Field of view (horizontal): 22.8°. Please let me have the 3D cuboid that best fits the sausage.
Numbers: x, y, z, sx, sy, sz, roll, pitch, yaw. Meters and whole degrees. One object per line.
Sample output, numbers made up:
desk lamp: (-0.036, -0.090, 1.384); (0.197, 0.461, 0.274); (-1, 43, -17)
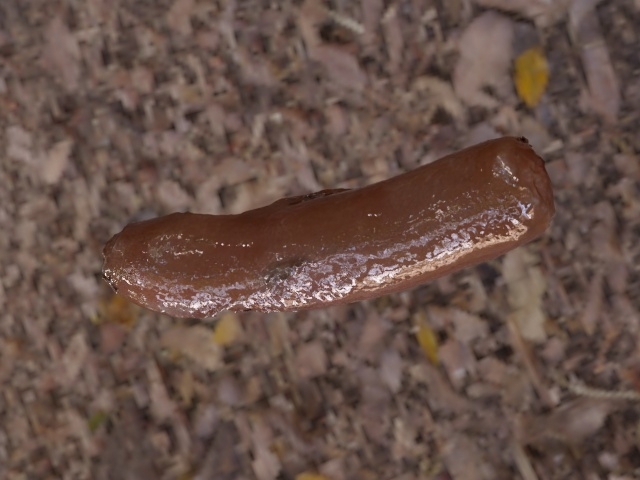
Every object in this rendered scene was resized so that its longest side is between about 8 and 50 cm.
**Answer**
sausage: (0.001, 0.001, 1.042); (0.327, 0.079, 0.087); (-13, 118, 26)
